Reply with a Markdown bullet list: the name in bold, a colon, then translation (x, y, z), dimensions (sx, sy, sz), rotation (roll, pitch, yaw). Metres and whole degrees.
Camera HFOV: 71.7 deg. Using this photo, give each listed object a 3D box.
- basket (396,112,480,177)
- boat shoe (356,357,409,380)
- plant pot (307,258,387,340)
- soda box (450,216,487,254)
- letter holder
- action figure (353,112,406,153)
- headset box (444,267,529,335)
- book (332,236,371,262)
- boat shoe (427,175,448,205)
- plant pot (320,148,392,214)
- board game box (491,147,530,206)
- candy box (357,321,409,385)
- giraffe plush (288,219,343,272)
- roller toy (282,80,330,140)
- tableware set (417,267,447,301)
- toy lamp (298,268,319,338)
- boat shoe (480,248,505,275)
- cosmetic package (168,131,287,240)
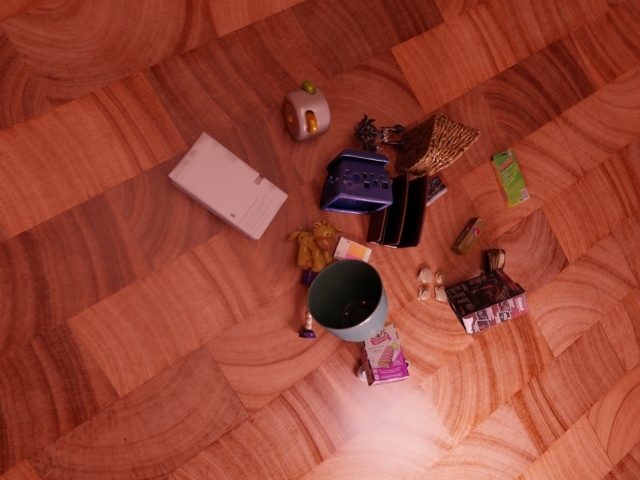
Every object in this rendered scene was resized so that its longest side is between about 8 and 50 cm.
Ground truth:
- **basket**: translation (0.482, -0.359, 1.844), dimensions (0.223, 0.299, 0.213), rotation (16, 81, -16)
- **boat shoe**: translation (0.265, 0.531, 1.841), dimensions (0.228, 0.081, 0.079), rotation (-11, 90, -18)
- **plant pot**: translation (0.129, 0.254, 1.707), dimensions (0.293, 0.293, 0.235), rotation (-50, 141, -14)
- **soda box**: translation (0.675, -0.019, 2.010), dimensions (0.058, 0.061, 0.181), rotation (41, 77, -12)
- **letter holder**: translation (0.322, -0.128, 1.825), dimensions (0.152, 0.214, 0.301), rotation (11, 84, -17)
- **action figure**: translation (0.224, -0.435, 1.855), dimensions (0.276, 0.141, 0.163), rotation (-3, 90, -33)
- **headset box**: translation (0.707, 0.247, 1.867), dimensions (0.294, 0.218, 0.110), rotation (-23, 115, 5)
- **book**: translation (0.131, 0.055, 1.852), dimensions (0.144, 0.035, 0.096), rotation (23, 84, -15)
- **boat shoe**: translation (0.477, -0.210, 1.962), dimensions (0.183, 0.065, 0.083), rotation (-36, 95, -22)
- **plant pot**: translation (0.141, -0.234, 1.771), dimensions (0.236, 0.236, 0.211), rotation (6, 80, -16)
- **board game box**: translation (0.904, -0.300, 2.113), dimensions (0.124, 0.039, 0.259), rotation (-22, 96, -18)
- **candy box**: translation (0.247, 0.456, 1.795), dimensions (0.160, 0.071, 0.233), rotation (-4, 60, -18)
- **giraffe plush**: translation (0.000, 0.000, 1.716), dimensions (0.182, 0.171, 0.210), rotation (-17, 76, -46)
- **roller toy**: translation (-0.061, -0.492, 1.736), dimensions (0.147, 0.191, 0.209), rotation (-21, 82, -17)
- **tableware set**: translation (0.502, 0.198, 1.967), dimensions (0.169, 0.020, 0.140), rotation (7, 86, -19)
- **toy lamp**: translation (-0.044, 0.248, 1.763), dimensions (0.080, 0.080, 0.274), rotation (7, 85, -17)
- **boat shoe**: translation (0.780, 0.164, 2.031), dimensions (0.095, 0.095, 0.257), rotation (6, 86, 7)
- **cosmetic package**: translation (-0.343, -0.193, 1.651), dimensions (0.385, 0.156, 0.217), rotation (35, 79, -14)
